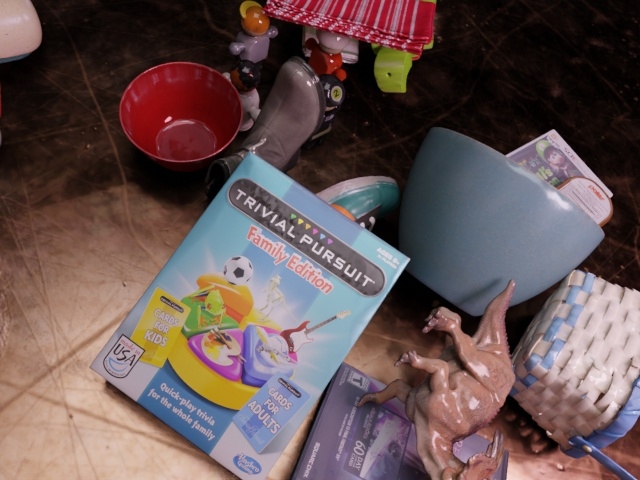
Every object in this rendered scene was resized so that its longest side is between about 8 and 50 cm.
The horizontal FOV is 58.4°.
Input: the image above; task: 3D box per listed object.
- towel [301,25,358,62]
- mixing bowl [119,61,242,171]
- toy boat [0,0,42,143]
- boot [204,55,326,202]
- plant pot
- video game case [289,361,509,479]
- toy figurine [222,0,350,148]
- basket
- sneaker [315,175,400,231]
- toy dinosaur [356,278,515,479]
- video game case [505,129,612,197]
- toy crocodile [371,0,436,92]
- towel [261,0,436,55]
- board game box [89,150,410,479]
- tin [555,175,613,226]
[{"bbox_3d":[0.018,-0.415,1.131,0.113,0.023,0.152,7,60,-13],"label":"towel"},{"bbox_3d":[-0.213,-0.176,0.895,0.181,0.098,0.182,4,66,-8],"label":"mixing bowl"},{"bbox_3d":[-0.542,-0.276,0.844,0.267,0.148,0.318,-12,63,-40],"label":"toy boat"},{"bbox_3d":[-0.087,-0.138,0.831,0.083,0.247,0.161,44,57,10],"label":"boot"},{"bbox_3d":[0.230,-0.004,0.851,0.290,0.290,0.196,34,95,4],"label":"plant pot"},{"bbox_3d":[0.113,0.298,0.749,0.274,0.026,0.196,27,42,1],"label":"video game case"},{"bbox_3d":[-0.058,-0.283,0.966,0.209,0.148,0.213,13,61,-8],"label":"toy figurine"},{"bbox_3d":[0.427,0.197,0.806,0.288,0.201,0.255,34,61,18],"label":"basket"},{"bbox_3d":[0.000,0.000,0.865,0.302,0.108,0.121,-21,71,-15],"label":"sneaker"},{"bbox_3d":[0.186,0.200,0.725,0.200,0.127,0.296,39,73,9],"label":"toy dinosaur"},{"bbox_3d":[0.433,-0.110,1.076,0.190,0.022,0.173,-28,73,-25],"label":"video game case"},{"bbox_3d":[0.168,-0.433,1.132,0.115,0.105,0.341,-2,53,19],"label":"toy crocodile"},{"bbox_3d":[0.059,-0.394,0.966,0.274,0.031,0.199,16,42,3],"label":"towel"},{"bbox_3d":[-0.084,0.094,0.739,0.253,0.079,0.336,34,81,4],"label":"board game box"},{"bbox_3d":[0.441,-0.046,1.012,0.189,0.040,0.106,-31,79,-27],"label":"tin"}]
